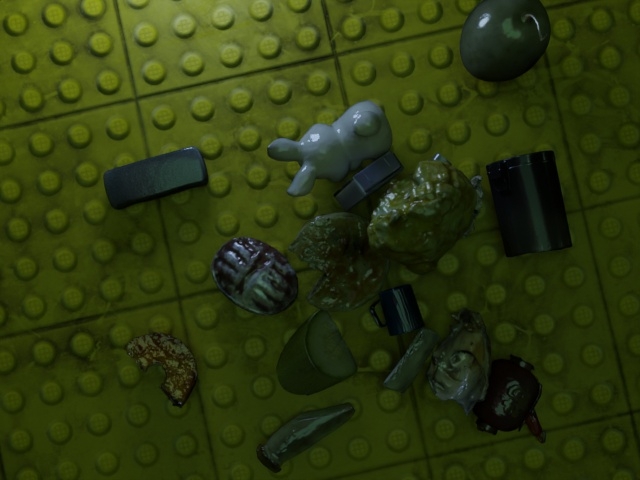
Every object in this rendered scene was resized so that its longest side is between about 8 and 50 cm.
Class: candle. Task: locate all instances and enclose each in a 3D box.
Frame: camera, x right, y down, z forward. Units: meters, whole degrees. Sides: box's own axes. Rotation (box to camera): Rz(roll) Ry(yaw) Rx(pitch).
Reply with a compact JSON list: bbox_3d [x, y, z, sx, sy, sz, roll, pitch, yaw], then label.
[{"bbox_3d":[0.669,0.567,1.918,0.053,0.048,0.162,-26,86,29],"label":"candle"}]

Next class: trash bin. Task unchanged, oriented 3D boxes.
[{"bbox_3d":[0.638,-0.106,1.859,0.252,0.203,0.301,-11,89,-36],"label":"trash bin"}]

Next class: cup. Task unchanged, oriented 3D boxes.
[{"bbox_3d":[0.234,0.220,1.894,0.150,0.113,0.138,-17,86,-2],"label":"cup"}]

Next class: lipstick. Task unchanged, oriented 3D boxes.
[{"bbox_3d":[0.338,-0.187,1.937,0.063,0.057,0.186,38,91,1],"label":"lipstick"}]

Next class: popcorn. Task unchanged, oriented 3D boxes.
[{"bbox_3d":[0.318,-0.064,1.799,0.292,0.293,0.334,38,107,-19],"label":"popcorn"}]

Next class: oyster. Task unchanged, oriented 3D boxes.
[{"bbox_3d":[0.474,-0.102,1.943,0.106,0.061,0.199,39,91,-16],"label":"oyster"},{"bbox_3d":[0.444,0.377,1.875,0.271,0.100,0.275,-39,57,5],"label":"oyster"}]

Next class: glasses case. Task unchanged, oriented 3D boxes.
[{"bbox_3d":[-0.524,-0.200,1.932,0.324,0.074,0.131,-16,87,0],"label":"glasses case"}]

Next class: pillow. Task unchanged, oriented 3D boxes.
[{"bbox_3d":[0.289,0.376,1.891,0.051,0.128,0.229,33,88,43],"label":"pillow"}]

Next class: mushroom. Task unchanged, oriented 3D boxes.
[{"bbox_3d":[-0.050,0.598,1.898,0.333,0.087,0.107,-35,92,-4],"label":"mushroom"}]

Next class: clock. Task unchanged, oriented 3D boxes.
[{"bbox_3d":[0.149,-0.183,1.860,0.193,0.145,0.073,-36,89,-31],"label":"clock"}]

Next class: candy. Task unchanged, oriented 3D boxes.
[{"bbox_3d":[-0.202,0.111,1.879,0.290,0.157,0.214,34,84,1],"label":"candy"}]

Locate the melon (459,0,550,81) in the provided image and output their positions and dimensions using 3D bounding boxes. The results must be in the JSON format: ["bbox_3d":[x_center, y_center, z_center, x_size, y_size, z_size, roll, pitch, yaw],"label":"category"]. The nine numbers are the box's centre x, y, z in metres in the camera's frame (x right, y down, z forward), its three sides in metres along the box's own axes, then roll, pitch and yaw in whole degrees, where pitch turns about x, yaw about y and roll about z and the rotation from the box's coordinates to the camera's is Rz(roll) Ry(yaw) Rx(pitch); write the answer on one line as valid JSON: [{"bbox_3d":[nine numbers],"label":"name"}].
[{"bbox_3d":[0.549,-0.609,1.824,0.272,0.308,0.271,11,60,-20],"label":"melon"}]

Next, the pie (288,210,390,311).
[{"bbox_3d":[0.071,0.059,1.886,0.338,0.075,0.337,-2,99,-15],"label":"pie"}]

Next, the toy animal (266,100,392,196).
[{"bbox_3d":[0.033,-0.284,1.849,0.368,0.241,0.196,-27,86,-1],"label":"toy animal"}]

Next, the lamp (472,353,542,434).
[{"bbox_3d":[0.566,0.480,1.852,0.180,0.180,0.257,28,88,1],"label":"lamp"}]

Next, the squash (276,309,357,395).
[{"bbox_3d":[-0.033,0.372,1.938,0.204,0.155,0.236,-27,85,-37],"label":"squash"}]

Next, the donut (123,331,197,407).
[{"bbox_3d":[-0.468,0.379,1.898,0.152,0.101,0.259,-42,87,-2],"label":"donut"}]
